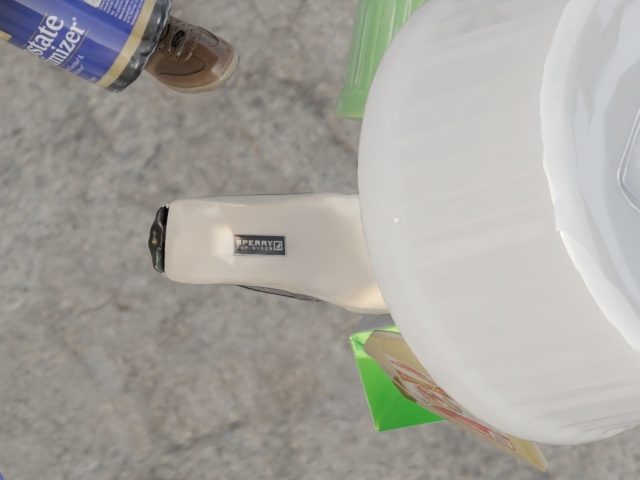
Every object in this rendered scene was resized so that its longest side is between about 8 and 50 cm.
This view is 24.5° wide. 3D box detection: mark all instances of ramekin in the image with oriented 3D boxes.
[{"bbox_3d":[0.168,-0.030,0.810,0.277,0.135,0.277,8,76,-34],"label":"ramekin"},{"bbox_3d":[0.172,-0.200,1.676,0.303,0.303,0.148,2,94,-40],"label":"ramekin"}]

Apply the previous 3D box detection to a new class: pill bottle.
[{"bbox_3d":[-0.254,-0.232,1.336,0.219,0.123,0.123,24,58,-23],"label":"pill bottle"}]

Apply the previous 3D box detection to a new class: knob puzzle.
[{"bbox_3d":[0.120,0.129,1.360,0.213,0.213,0.030,41,75,-21],"label":"knob puzzle"}]

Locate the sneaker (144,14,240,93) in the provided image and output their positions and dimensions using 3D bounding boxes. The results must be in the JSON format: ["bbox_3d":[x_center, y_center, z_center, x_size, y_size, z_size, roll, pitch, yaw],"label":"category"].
[{"bbox_3d":[-0.166,-0.198,1.462,0.071,0.188,0.066,40,75,-52],"label":"sneaker"}]

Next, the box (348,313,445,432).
[{"bbox_3d":[0.194,0.107,1.686,0.231,0.262,0.127,-44,119,-69],"label":"box"}]

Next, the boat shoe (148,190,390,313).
[{"bbox_3d":[0.000,0.000,1.582,0.158,0.340,0.127,-15,111,-67],"label":"boat shoe"}]

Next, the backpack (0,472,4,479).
[{"bbox_3d":[-0.283,0.209,1.044,0.101,0.120,0.098,-52,119,-86],"label":"backpack"}]
